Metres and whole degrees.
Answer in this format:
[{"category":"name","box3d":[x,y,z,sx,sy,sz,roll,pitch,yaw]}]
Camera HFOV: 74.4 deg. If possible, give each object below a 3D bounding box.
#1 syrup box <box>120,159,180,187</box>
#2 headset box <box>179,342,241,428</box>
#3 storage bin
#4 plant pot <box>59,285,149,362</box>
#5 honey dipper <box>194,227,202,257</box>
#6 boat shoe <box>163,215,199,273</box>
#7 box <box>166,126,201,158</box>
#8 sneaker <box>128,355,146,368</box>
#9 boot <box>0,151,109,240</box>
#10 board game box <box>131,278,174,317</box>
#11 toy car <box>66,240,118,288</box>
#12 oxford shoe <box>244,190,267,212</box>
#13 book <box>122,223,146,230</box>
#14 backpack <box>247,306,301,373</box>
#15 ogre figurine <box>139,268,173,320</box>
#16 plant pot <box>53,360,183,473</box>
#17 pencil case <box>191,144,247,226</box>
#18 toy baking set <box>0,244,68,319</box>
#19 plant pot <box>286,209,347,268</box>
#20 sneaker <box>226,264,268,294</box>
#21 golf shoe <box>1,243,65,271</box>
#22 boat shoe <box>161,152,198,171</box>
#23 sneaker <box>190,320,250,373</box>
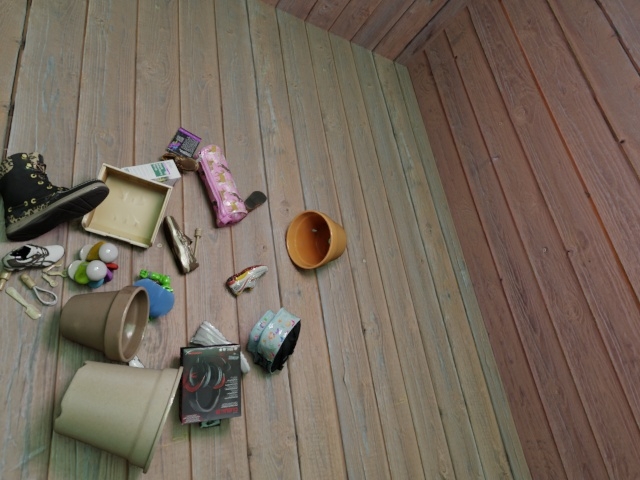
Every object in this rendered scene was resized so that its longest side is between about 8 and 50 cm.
[{"category":"syrup box","box3d":[-0.750,-0.277,1.853,0.236,0.096,0.093,-22,82,-40]},{"category":"headset box","box3d":[-0.413,0.545,1.582,0.217,0.110,0.294,2,80,-23]},{"category":"storage bin","box3d":[-0.764,-0.128,1.676,0.262,0.123,0.261,19,81,-20]},{"category":"plant pot","box3d":[-0.751,0.275,1.459,0.229,0.263,0.263,9,58,-4]},{"category":"honey dipper","box3d":[-0.550,0.020,1.882,0.030,0.030,0.161,15,60,-30]},{"category":"boat shoe","box3d":[-0.595,0.012,1.814,0.095,0.095,0.258,-18,90,-37]},{"category":"box","box3d":[-0.666,-0.468,2.063,0.116,0.029,0.162,29,51,-20]},{"category":"sneaker","box3d":[-0.675,0.464,1.549,0.043,0.040,0.109,-37,87,-26]},{"category":"boot","box3d":[-0.989,-0.197,1.527,0.377,0.138,0.284,-30,77,-1]},{"category":"board game box","box3d":[-0.639,0.214,1.599,0.168,0.133,0.033,36,14,-19]},{"category":"toy car","box3d":[-0.831,0.099,1.577,0.136,0.159,0.182,62,34,-44]},{"category":"oxford shoe","box3d":[-0.343,-0.192,2.127,0.076,0.076,0.212,48,32,-2]},{"category":"book","box3d":[-0.782,-0.106,1.780,0.096,0.035,0.144,8,61,-28]},{"category":"backpack","box3d":[-0.189,0.408,1.787,0.191,0.254,0.225,34,49,9]},{"category":"ogre figurine","box3d":[-0.647,0.212,1.664,0.118,0.097,0.197,-3,56,-25]},{"category":"plant pot","box3d":[-0.651,0.537,1.361,0.305,0.334,0.334,20,55,-14]},{"category":"pencil case","box3d":[-0.477,-0.254,1.997,0.167,0.160,0.387,-17,77,-36]},{"category":"toy baking set","box3d":[-1.011,0.137,1.481,0.196,0.030,0.257,23,54,-25]},{"category":"plant pot","box3d":[0.000,0.000,2.145,0.203,0.290,0.291,5,62,-52]},{"category":"sneaker","box3d":[-0.327,0.176,1.936,0.225,0.088,0.093,-30,105,-42]},{"category":"golf shoe","box3d":[-0.989,0.051,1.471,0.198,0.094,0.077,-26,81,-52]},{"category":"boat shoe","box3d":[-0.650,-0.359,1.944,0.177,0.064,0.060,19,14,12]},{"category":"sneaker","box3d":[-0.407,0.457,1.723,0.281,0.105,0.115,44,72,-6]}]
